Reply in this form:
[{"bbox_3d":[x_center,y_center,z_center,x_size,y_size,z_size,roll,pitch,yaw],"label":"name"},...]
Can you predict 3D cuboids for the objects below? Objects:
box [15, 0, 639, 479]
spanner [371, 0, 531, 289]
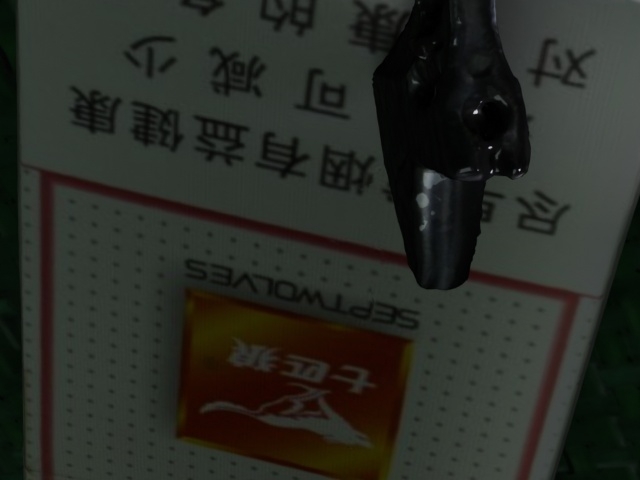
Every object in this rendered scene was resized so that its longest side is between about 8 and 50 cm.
[{"bbox_3d":[-0.001,0.000,0.653,0.210,0.095,0.330,13,132,6],"label":"box"},{"bbox_3d":[0.034,-0.123,0.436,0.026,0.093,0.325,-6,122,-9],"label":"spanner"}]
